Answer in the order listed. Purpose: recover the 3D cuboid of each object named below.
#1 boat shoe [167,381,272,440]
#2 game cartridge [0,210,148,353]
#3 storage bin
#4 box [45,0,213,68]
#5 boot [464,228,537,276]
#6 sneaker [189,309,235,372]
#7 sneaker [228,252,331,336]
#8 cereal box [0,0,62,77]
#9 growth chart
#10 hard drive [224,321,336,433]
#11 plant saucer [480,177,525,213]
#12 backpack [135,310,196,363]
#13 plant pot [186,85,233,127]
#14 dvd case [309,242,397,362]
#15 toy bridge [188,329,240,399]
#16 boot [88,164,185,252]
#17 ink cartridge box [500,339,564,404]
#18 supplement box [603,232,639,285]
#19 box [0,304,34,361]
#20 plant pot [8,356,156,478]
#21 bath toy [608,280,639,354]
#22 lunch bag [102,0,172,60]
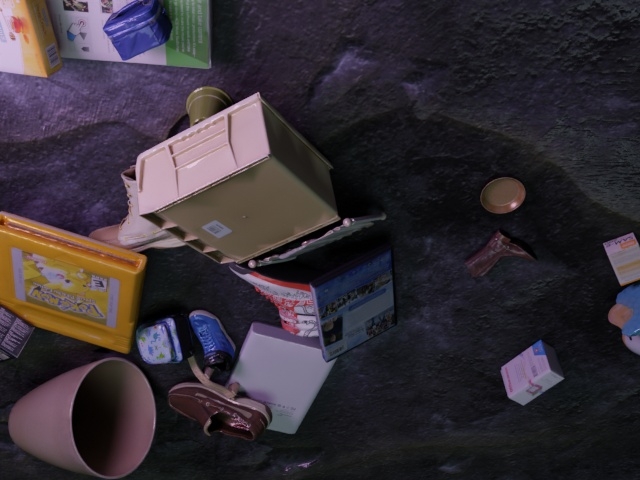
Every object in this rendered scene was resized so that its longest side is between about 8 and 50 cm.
[{"bbox_3d":[-0.242,0.389,1.821,0.257,0.095,0.095,7,123,20],"label":"boat shoe"},{"bbox_3d":[-0.496,0.096,1.593,0.285,0.053,0.324,18,139,-5],"label":"game cartridge"},{"bbox_3d":[-0.139,-0.088,1.389,0.260,0.123,0.262,-23,150,19],"label":"storage bin"},{"bbox_3d":[-0.326,-0.389,1.242,0.321,0.058,0.232,5,130,-2],"label":"box"},{"bbox_3d":[0.358,0.042,1.609,0.106,0.037,0.114,33,120,-9],"label":"boot"},{"bbox_3d":[-0.234,0.222,1.730,0.058,0.085,0.152,-19,127,15],"label":"sneaker"},{"bbox_3d":[-0.075,0.116,1.634,0.270,0.090,0.145,15,122,-16],"label":"sneaker"},{"bbox_3d":[-0.522,-0.346,1.228,0.240,0.047,0.173,10,130,20],"label":"cereal box"},{"bbox_3d":[0.000,0.000,1.518,0.237,0.172,0.021,-24,84,23],"label":"growth chart"},{"bbox_3d":[-0.104,0.321,1.841,0.203,0.040,0.308,16,128,-13],"label":"hard drive"},{"bbox_3d":[0.341,-0.088,1.515,0.083,0.015,0.083,0,129,0],"label":"plant saucer"},{"bbox_3d":[-0.337,0.212,1.706,0.114,0.084,0.105,-13,91,31],"label":"backpack"},{"bbox_3d":[-0.193,-0.207,1.377,0.083,0.079,0.083,0,131,0],"label":"plant pot"},{"bbox_3d":[0.072,0.129,1.622,0.180,0.022,0.253,-27,139,-16],"label":"dvd case"},{"bbox_3d":[-0.246,0.283,1.769,0.026,0.063,0.188,-25,112,31],"label":"toy bridge"},{"bbox_3d":[-0.349,-0.058,1.505,0.213,0.077,0.165,-8,128,5],"label":"boot"},{"bbox_3d":[0.467,0.293,1.785,0.052,0.089,0.122,31,124,-27],"label":"ink cartridge box"},{"bbox_3d":[0.610,0.038,1.605,0.062,0.036,0.098,-22,127,18],"label":"supplement box"},{"bbox_3d":[-0.713,0.173,1.666,0.147,0.078,0.180,-18,131,43],"label":"box"},{"bbox_3d":[-0.556,0.400,1.801,0.274,0.257,0.256,-10,131,29],"label":"plant pot"},{"bbox_3d":[0.759,0.222,1.700,0.348,0.129,0.151,33,123,-25],"label":"bath toy"},{"bbox_3d":[-0.273,-0.325,1.214,0.098,0.067,0.065,-20,128,15],"label":"lunch bag"}]
